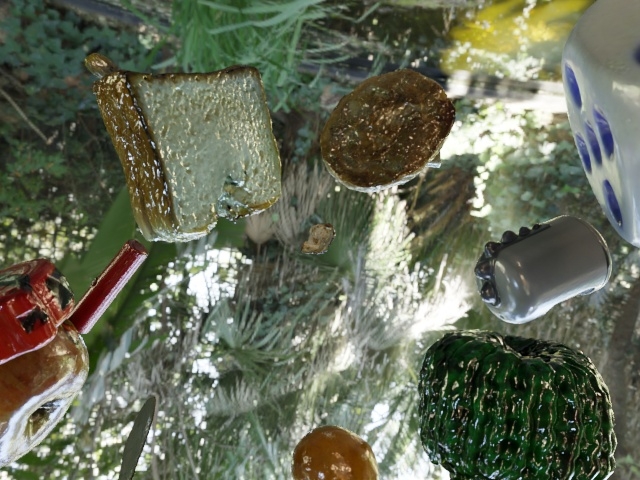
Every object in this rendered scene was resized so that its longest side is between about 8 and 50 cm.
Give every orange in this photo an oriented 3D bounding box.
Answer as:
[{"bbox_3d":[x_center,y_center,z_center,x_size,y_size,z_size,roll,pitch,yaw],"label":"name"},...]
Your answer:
[{"bbox_3d":[0.027,0.382,0.894,0.156,0.156,0.124,15,-140,24],"label":"orange"}]

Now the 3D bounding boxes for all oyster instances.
[{"bbox_3d":[0.001,-0.003,0.962,0.054,0.019,0.083,11,-128,23],"label":"oyster"}]

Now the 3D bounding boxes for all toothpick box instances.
[{"bbox_3d":[0.525,0.070,1.323,0.316,0.229,0.229,-20,-160,-17],"label":"toothpick box"}]

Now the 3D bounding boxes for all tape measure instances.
[{"bbox_3d":[-0.569,0.131,0.926,0.253,0.114,0.260,-22,-158,-4],"label":"tape measure"}]

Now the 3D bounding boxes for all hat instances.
[{"bbox_3d":[0.238,0.289,0.687,0.242,0.332,0.274,9,-179,33],"label":"hat"}]

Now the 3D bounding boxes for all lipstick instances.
[{"bbox_3d":[-0.554,0.118,1.383,0.073,0.280,0.073,39,-173,-5],"label":"lipstick"}]

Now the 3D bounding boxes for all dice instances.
[{"bbox_3d":[0.515,-0.184,0.739,0.277,0.304,0.304,-21,-141,19],"label":"dice"}]

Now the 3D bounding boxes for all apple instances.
[{"bbox_3d":[-0.749,0.310,1.223,0.333,0.400,0.400,34,-165,9],"label":"apple"}]

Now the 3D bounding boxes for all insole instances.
[{"bbox_3d":[-0.406,0.474,1.121,0.009,0.119,0.348,34,-149,-22],"label":"insole"}]

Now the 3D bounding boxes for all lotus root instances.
[{"bbox_3d":[-0.487,-0.388,1.213,0.099,0.049,0.054,27,-168,-21],"label":"lotus root"}]

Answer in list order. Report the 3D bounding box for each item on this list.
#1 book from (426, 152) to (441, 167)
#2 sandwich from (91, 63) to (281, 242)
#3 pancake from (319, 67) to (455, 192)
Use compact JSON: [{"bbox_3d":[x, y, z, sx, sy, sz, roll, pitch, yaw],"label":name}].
[{"bbox_3d":[0.207,-0.298,1.511,0.264,0.202,0.027,6,147,3],"label":"book"},{"bbox_3d":[-0.178,-0.138,0.818,0.095,0.249,0.273,-5,-165,35],"label":"sandwich"},{"bbox_3d":[0.157,-0.279,1.326,0.356,0.356,0.065,16,165,28],"label":"pancake"}]
